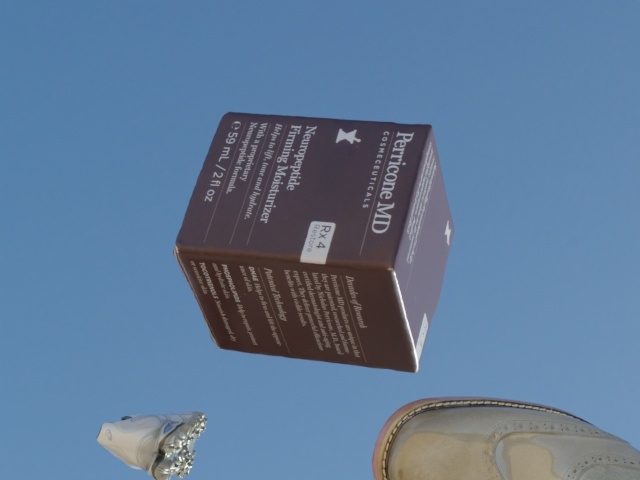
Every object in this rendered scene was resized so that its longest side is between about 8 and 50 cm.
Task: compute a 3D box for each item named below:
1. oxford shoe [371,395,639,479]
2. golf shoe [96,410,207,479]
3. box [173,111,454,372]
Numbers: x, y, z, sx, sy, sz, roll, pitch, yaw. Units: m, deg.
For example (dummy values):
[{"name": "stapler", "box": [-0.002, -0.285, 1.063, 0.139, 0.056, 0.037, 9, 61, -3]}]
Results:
[{"name": "oxford shoe", "box": [0.237, 0.220, 1.250, 0.397, 0.146, 0.140, 18, -96, -13]}, {"name": "golf shoe", "box": [-0.161, 0.187, 1.496, 0.086, 0.176, 0.069, 18, -95, 8]}, {"name": "box", "box": [0.000, 0.000, 1.429, 0.203, 0.168, 0.167, 4, -36, 17]}]
